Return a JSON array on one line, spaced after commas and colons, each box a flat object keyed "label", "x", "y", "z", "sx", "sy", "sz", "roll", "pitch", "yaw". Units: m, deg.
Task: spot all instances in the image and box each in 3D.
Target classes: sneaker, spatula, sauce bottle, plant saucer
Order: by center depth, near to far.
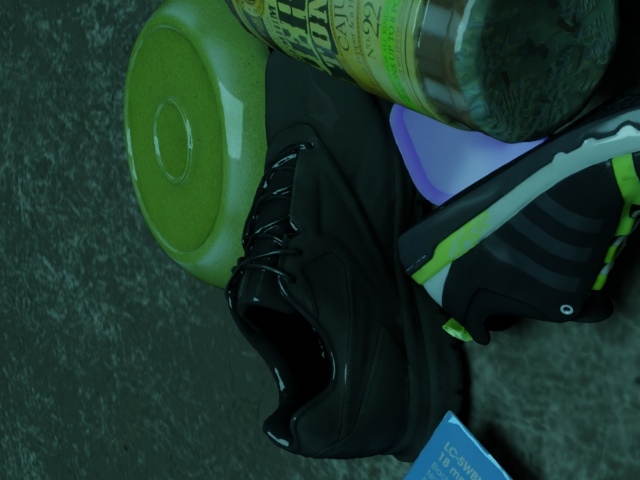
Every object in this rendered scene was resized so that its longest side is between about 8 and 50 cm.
[{"label": "sneaker", "x": 0.140, "y": -0.009, "z": 0.651, "sx": 0.097, "sy": 0.084, "sz": 0.234, "roll": 57, "pitch": 139, "yaw": 0}, {"label": "spatula", "x": 0.142, "y": -0.114, "z": 0.660, "sx": 0.296, "sy": 0.030, "sz": 0.084, "roll": -41, "pitch": 61, "yaw": 45}, {"label": "sauce bottle", "x": 0.013, "y": -0.150, "z": 0.715, "sx": 0.344, "sy": 0.111, "sz": 0.111, "roll": 30, "pitch": 115, "yaw": 50}, {"label": "sneaker", "x": 0.000, "y": 0.000, "z": 0.772, "sx": 0.109, "sy": 0.130, "sz": 0.286, "roll": -34, "pitch": 64, "yaw": 50}, {"label": "plant saucer", "x": -0.099, "y": -0.078, "z": 0.945, "sx": 0.241, "sy": 0.037, "sz": 0.241, "roll": 21, "pitch": 114, "yaw": 56}]

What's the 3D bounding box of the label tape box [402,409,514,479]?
[{"label": "label tape box", "x": 0.046, "y": 0.305, "z": 0.725, "sx": 0.240, "sy": 0.106, "sz": 0.334, "roll": 47, "pitch": 128, "yaw": 31}]
